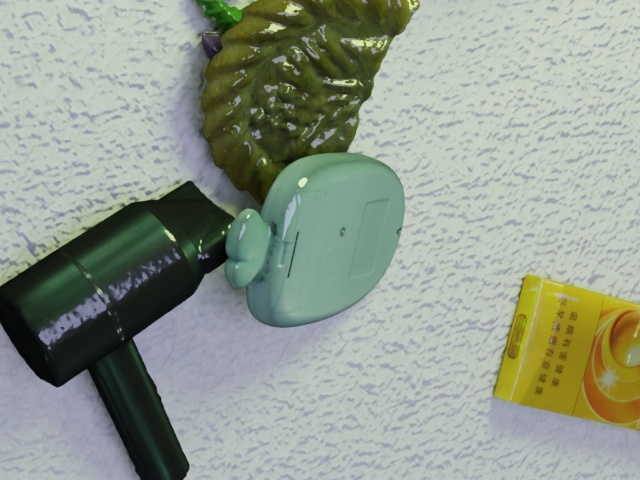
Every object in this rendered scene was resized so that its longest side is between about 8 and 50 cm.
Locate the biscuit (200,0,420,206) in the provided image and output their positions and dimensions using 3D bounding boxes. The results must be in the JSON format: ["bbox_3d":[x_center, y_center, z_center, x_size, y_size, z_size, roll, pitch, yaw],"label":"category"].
[{"bbox_3d":[-0.028,-0.156,1.746,0.187,0.036,0.273,14,112,-27],"label":"biscuit"}]

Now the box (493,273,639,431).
[{"bbox_3d":[0.338,0.140,2.054,0.269,0.043,0.152,16,91,-31],"label":"box"}]

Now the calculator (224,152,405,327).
[{"bbox_3d":[0.000,0.000,1.771,0.295,0.042,0.184,-10,117,-55],"label":"calculator"}]

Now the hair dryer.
[{"bbox_3d":[-0.164,0.109,1.740,0.244,0.116,0.302,-33,124,-21],"label":"hair dryer"}]

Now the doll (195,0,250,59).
[{"bbox_3d":[-0.059,-0.211,1.764,0.190,0.050,0.115,42,81,-26],"label":"doll"}]
